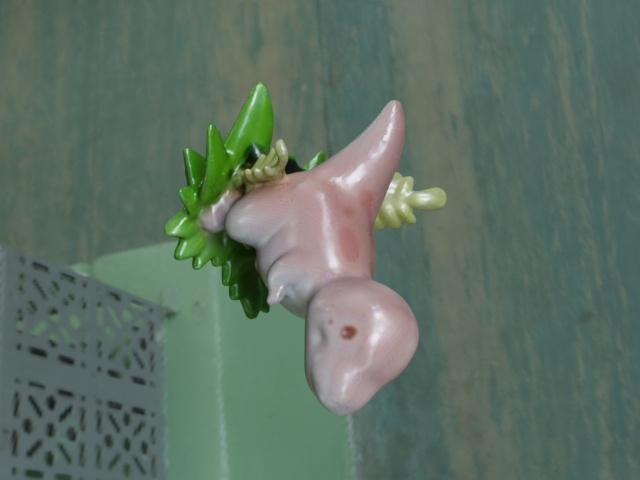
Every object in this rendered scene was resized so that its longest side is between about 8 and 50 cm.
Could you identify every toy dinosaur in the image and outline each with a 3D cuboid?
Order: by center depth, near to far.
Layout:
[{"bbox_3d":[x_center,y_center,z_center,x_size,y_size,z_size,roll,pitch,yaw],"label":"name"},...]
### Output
[{"bbox_3d":[-0.003,-0.006,0.643,0.177,0.152,0.194,9,56,43],"label":"toy dinosaur"}]
